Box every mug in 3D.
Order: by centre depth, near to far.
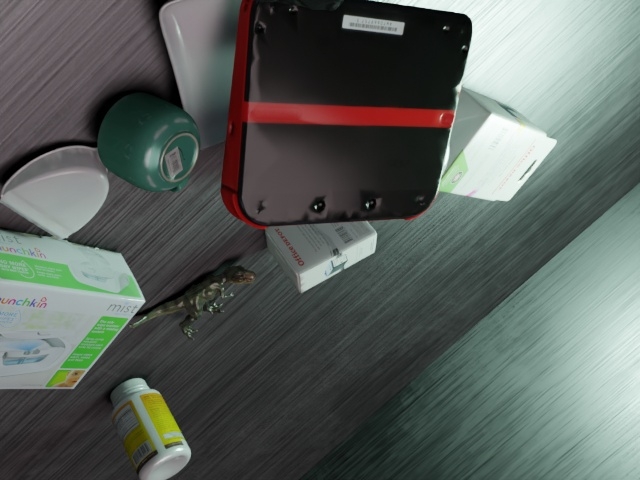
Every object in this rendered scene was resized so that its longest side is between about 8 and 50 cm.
[{"bbox_3d":[-0.229,-0.134,0.928,0.158,0.097,0.129,6,108,-63],"label":"mug"}]

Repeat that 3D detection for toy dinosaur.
[{"bbox_3d":[-0.257,0.136,1.329,0.268,0.064,0.118,-28,141,-14],"label":"toy dinosaur"}]

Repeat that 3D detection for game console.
[{"bbox_3d":[0.045,-0.186,0.974,0.387,0.060,0.342,-5,114,-29],"label":"game console"}]

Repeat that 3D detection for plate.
[{"bbox_3d":[-0.091,-0.283,0.949,0.278,0.045,0.277,-26,151,-16],"label":"plate"}]

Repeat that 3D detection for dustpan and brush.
[{"bbox_3d":[-0.341,-0.104,0.937,0.211,0.060,0.147,-32,151,2],"label":"dustpan and brush"}]

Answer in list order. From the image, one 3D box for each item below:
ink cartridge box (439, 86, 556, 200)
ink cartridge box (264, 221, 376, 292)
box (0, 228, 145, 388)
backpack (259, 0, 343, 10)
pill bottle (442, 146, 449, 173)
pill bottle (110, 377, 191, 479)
[{"bbox_3d":[0.380,-0.212,1.489,0.353,0.119,0.207,4,128,-48],"label":"ink cartridge box"},{"bbox_3d":[0.000,0.000,1.341,0.191,0.139,0.082,-29,150,-16],"label":"ink cartridge box"},{"bbox_3d":[-0.462,0.115,1.018,0.231,0.126,0.262,-47,148,16],"label":"box"},{"bbox_3d":[-0.025,-0.384,0.772,0.152,0.115,0.182,1,92,-28],"label":"backpack"},{"bbox_3d":[0.056,-0.154,1.142,0.323,0.181,0.181,-15,142,-24],"label":"pill bottle"},{"bbox_3d":[-0.379,0.409,1.399,0.117,0.215,0.117,-27,147,-19],"label":"pill bottle"}]
